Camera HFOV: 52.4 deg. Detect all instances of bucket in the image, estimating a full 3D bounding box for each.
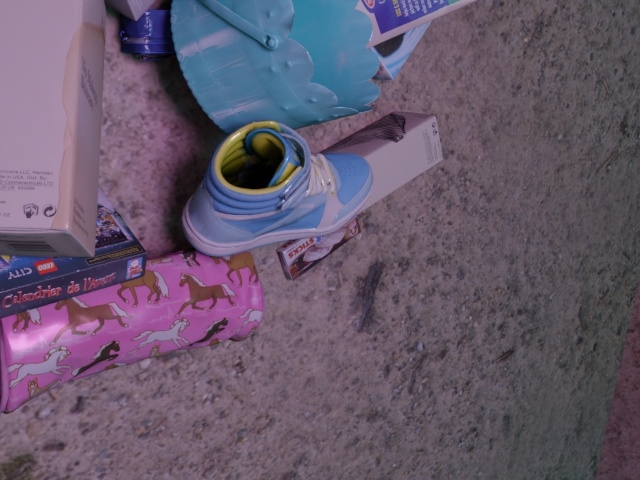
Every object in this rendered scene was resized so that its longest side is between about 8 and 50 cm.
[{"bbox_3d":[-0.056,-0.275,0.878,0.281,0.183,0.281,38,46,-53],"label":"bucket"}]

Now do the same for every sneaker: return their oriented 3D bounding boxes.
[{"bbox_3d":[-0.025,-0.089,0.903,0.319,0.208,0.127,-22,73,-31],"label":"sneaker"}]

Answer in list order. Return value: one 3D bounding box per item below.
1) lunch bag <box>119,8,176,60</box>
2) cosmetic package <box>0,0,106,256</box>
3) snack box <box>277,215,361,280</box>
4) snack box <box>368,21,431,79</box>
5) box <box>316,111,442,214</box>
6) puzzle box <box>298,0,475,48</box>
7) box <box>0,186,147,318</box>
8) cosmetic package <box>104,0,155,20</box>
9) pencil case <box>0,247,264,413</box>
[{"bbox_3d":[-0.221,-0.275,0.872,0.098,0.067,0.065,-16,113,-39],"label":"lunch bag"},{"bbox_3d":[-0.300,-0.145,0.692,0.113,0.160,0.309,2,80,-10],"label":"cosmetic package"},{"bbox_3d":[0.000,0.000,1.190,0.178,0.022,0.064,-35,123,-29],"label":"snack box"},{"bbox_3d":[0.146,-0.469,1.150,0.187,0.060,0.322,43,74,-40],"label":"snack box"},{"bbox_3d":[0.089,-0.138,1.169,0.275,0.113,0.094,-33,123,-32],"label":"box"},{"bbox_3d":[0.051,-0.496,0.952,0.272,0.052,0.409,-23,119,1],"label":"puzzle box"},{"bbox_3d":[-0.351,0.009,0.779,0.233,0.159,0.044,-17,141,-37],"label":"box"},{"bbox_3d":[-0.203,-0.405,0.794,0.238,0.107,0.127,-57,169,-18],"label":"cosmetic package"},{"bbox_3d":[-0.260,0.104,0.894,0.386,0.167,0.160,-13,92,-38],"label":"pencil case"}]
